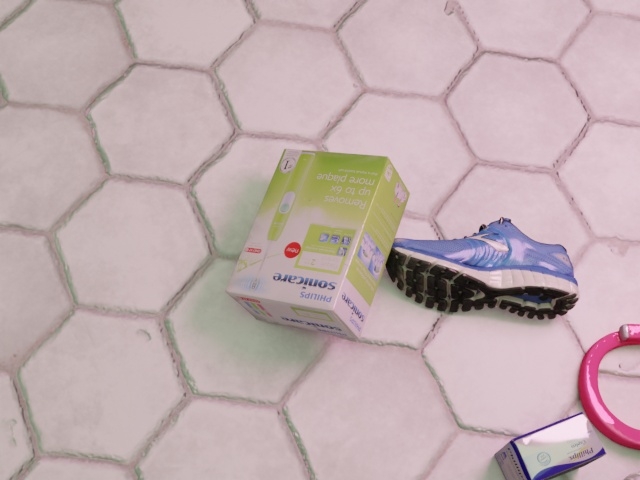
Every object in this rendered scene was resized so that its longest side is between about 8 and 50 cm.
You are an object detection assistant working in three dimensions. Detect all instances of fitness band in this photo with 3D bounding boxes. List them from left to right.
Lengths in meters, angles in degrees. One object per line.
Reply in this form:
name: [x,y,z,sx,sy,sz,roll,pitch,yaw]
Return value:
fitness band: [0.577,0.246,1.446,0.291,0.054,0.209,4,68,1]

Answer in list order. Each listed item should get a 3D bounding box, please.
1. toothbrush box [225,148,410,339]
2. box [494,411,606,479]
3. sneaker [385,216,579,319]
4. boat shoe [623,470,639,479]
toothbrush box: [0.000,0.000,1.450,0.206,0.122,0.283,8,66,30]
box: [0.353,0.332,1.356,0.126,0.137,0.072,-19,69,-10]
sneaker: [0.272,0.038,1.498,0.330,0.130,0.147,9,52,0]
boat shoe: [0.512,0.401,1.368,0.258,0.095,0.084,-6,64,-16]
